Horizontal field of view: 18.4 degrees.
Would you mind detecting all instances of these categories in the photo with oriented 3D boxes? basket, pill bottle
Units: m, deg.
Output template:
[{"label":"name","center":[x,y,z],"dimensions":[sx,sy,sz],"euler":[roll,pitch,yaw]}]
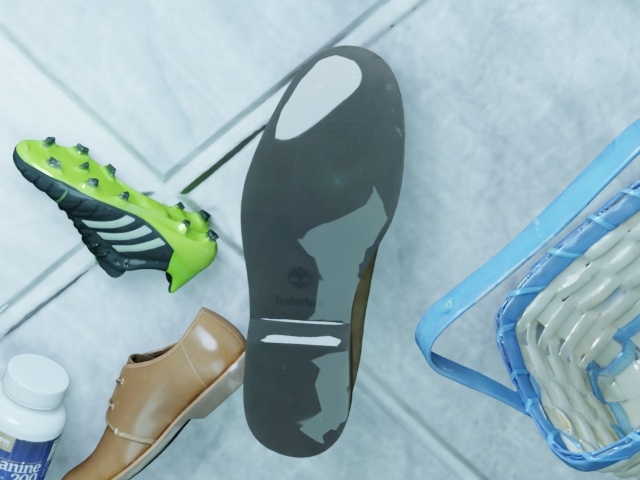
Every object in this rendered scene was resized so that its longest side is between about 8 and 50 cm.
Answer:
[{"label":"basket","center":[0.240,0.047,1.485],"dimensions":[0.255,0.201,0.289],"euler":[-43,131,17]},{"label":"pill bottle","center":[-0.236,0.150,1.531],"dimensions":[0.067,0.067,0.120],"euler":[13,119,-20]}]

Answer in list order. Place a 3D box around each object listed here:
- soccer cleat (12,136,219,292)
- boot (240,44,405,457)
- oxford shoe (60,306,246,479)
[{"label":"soccer cleat","center":[-0.156,-0.015,1.449],"dimensions":[0.179,0.060,0.072],"euler":[29,114,-30]},{"label":"boot","center":[0.000,0.000,1.479],"dimensions":[0.112,0.115,0.305],"euler":[11,104,6]},{"label":"oxford shoe","center":[-0.139,0.132,1.552],"dimensions":[0.076,0.076,0.212],"euler":[45,105,-3]}]
